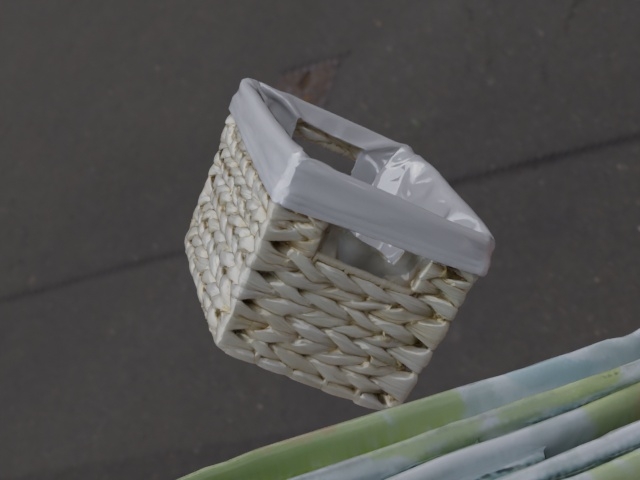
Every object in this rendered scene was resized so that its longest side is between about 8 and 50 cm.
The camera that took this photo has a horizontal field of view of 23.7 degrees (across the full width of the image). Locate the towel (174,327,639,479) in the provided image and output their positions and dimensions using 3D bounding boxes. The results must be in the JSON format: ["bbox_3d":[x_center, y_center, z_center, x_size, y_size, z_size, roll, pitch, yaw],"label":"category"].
[{"bbox_3d":[0.024,0.227,0.458,0.320,0.375,0.090,-15,19,-15],"label":"towel"}]

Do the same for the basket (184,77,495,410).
[{"bbox_3d":[0.000,0.000,0.766,0.103,0.113,0.167,-64,18,12],"label":"basket"}]
